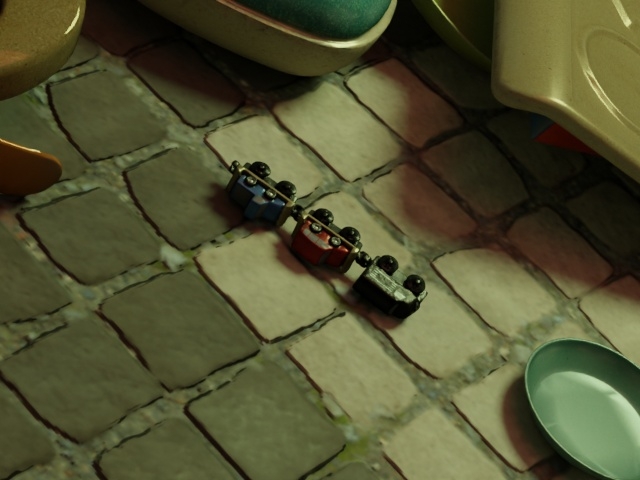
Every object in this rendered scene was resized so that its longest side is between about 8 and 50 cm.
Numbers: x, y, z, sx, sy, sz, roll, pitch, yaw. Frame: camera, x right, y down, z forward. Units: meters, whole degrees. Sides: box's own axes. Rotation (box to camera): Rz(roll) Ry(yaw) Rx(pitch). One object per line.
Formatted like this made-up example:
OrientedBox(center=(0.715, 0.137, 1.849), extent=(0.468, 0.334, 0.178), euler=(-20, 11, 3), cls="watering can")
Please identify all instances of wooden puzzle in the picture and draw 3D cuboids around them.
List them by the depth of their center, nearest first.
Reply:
OrientedBox(center=(0.274, -0.114, 1.317), extent=(0.348, 0.080, 0.322), euler=(29, 39, -18), cls="wooden puzzle")

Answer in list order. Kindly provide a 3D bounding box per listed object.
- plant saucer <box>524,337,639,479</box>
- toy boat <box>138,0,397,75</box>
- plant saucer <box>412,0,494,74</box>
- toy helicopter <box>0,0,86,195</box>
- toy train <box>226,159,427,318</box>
OrientedBox(center=(0.183, 0.117, 1.088), extent=(0.119, 0.021, 0.119), euler=(17, 42, -16), cls="plant saucer")
OrientedBox(center=(-0.046, -0.275, 1.256), extent=(0.267, 0.148, 0.318), euler=(26, 40, -6), cls="toy boat")
OrientedBox(center=(0.135, -0.223, 1.360), extent=(0.241, 0.037, 0.241), euler=(24, 50, -32), cls="plant saucer")
OrientedBox(center=(-0.300, -0.113, 0.971), extent=(0.355, 0.140, 0.235), euler=(-20, 69, -32), cls="toy helicopter")
OrientedBox(center=(0.000, 0.000, 1.093), extent=(0.158, 0.027, 0.036), euler=(36, 50, 6), cls="toy train")
